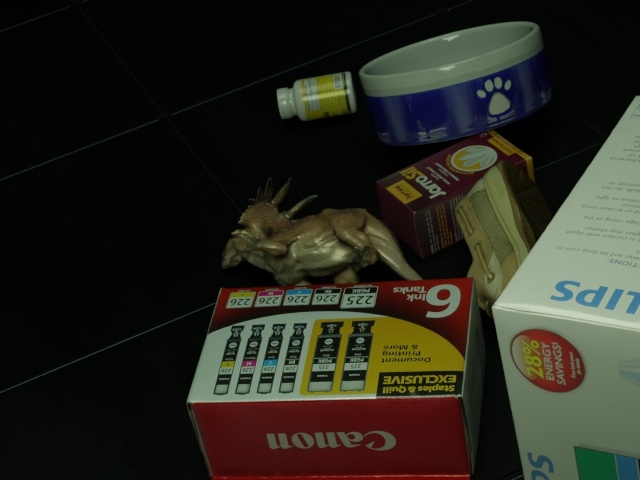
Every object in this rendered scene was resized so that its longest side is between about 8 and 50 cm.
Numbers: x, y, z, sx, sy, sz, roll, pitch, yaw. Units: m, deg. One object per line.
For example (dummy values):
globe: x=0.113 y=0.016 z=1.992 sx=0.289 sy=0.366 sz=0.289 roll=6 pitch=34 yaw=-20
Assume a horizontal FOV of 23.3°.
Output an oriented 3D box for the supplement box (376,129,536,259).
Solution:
supplement box: x=0.183 y=-0.064 z=2.079 sx=0.188 sy=0.081 sz=0.104 roll=-25 pitch=37 yaw=-17

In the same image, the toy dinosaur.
toy dinosaur: x=0.000 y=0.000 z=2.019 sx=0.295 sy=0.127 sz=0.200 roll=1 pitch=30 yaw=9

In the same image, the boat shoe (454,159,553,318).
boat shoe: x=0.242 y=0.052 z=1.892 sx=0.110 sy=0.121 sz=0.341 roll=-39 pitch=36 yaw=25

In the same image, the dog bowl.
dog bowl: x=0.194 y=-0.225 z=2.206 sx=0.264 sy=0.104 sz=0.265 roll=-15 pitch=15 yaw=4

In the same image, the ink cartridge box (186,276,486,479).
ink cartridge box: x=0.021 y=0.178 z=1.751 sx=0.309 sy=0.130 sz=0.272 roll=-3 pitch=37 yaw=12

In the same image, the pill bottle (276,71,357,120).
pill bottle: x=-0.005 y=-0.217 z=2.360 sx=0.116 sy=0.065 sz=0.065 roll=-8 pitch=35 yaw=5

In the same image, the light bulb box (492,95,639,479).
light bulb box: x=0.366 y=0.106 z=1.551 sx=0.225 sy=0.358 sz=0.361 roll=10 pitch=42 yaw=31
